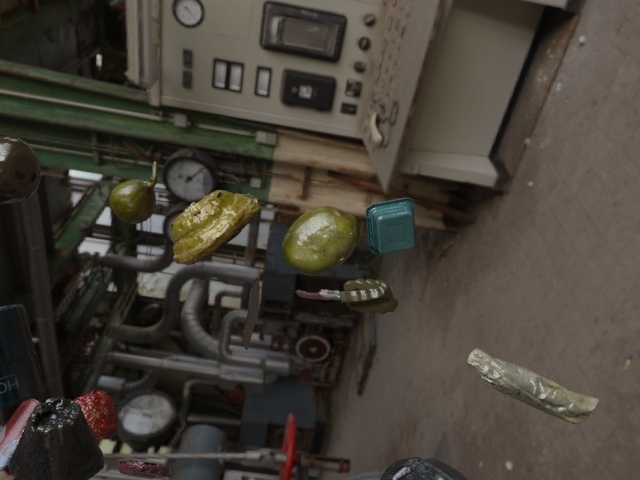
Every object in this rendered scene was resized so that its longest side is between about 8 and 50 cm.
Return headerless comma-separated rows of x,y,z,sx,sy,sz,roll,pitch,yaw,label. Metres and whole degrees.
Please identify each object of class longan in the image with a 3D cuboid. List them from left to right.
-0.913,-0.198,1.602,0.212,0.198,0.198,-40,23,21,longan

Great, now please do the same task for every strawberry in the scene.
-0.618,0.479,1.511,0.131,0.148,0.131,-11,-76,-52,strawberry

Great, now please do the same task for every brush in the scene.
0.051,0.138,1.361,0.084,0.301,0.071,56,-131,-32,brush

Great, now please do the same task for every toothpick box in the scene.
-1.046,0.741,1.924,0.204,0.204,0.333,107,-170,-62,toothpick box

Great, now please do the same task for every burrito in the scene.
0.353,0.249,0.935,0.063,0.229,0.058,102,-170,-74,burrito

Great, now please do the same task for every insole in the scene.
-0.165,0.175,1.322,0.232,0.003,0.080,-85,-10,-57,insole

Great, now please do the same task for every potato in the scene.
0.001,0.002,1.660,0.228,0.197,0.148,-59,-17,-2,potato

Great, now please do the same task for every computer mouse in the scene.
0.187,0.442,1.017,0.192,0.106,0.062,-12,92,49,computer mouse

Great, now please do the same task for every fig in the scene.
-0.586,-0.139,1.789,0.142,0.186,0.148,57,-156,-21,fig

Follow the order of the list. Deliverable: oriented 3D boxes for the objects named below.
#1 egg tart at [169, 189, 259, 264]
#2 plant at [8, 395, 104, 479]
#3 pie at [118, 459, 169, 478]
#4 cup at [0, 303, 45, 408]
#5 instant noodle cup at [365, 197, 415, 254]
-0.299,-0.055,1.485,0.115,0.290,0.290,55,-167,-20,egg tart
-0.570,0.468,1.190,0.142,0.164,0.256,-40,-38,-56,plant
-0.510,0.664,1.594,0.153,0.153,0.038,106,171,-61,pie
-1.044,0.366,1.702,0.242,0.308,0.292,179,80,-83,cup
0.227,-0.034,1.717,0.070,0.157,0.179,-111,11,-60,instant noodle cup
